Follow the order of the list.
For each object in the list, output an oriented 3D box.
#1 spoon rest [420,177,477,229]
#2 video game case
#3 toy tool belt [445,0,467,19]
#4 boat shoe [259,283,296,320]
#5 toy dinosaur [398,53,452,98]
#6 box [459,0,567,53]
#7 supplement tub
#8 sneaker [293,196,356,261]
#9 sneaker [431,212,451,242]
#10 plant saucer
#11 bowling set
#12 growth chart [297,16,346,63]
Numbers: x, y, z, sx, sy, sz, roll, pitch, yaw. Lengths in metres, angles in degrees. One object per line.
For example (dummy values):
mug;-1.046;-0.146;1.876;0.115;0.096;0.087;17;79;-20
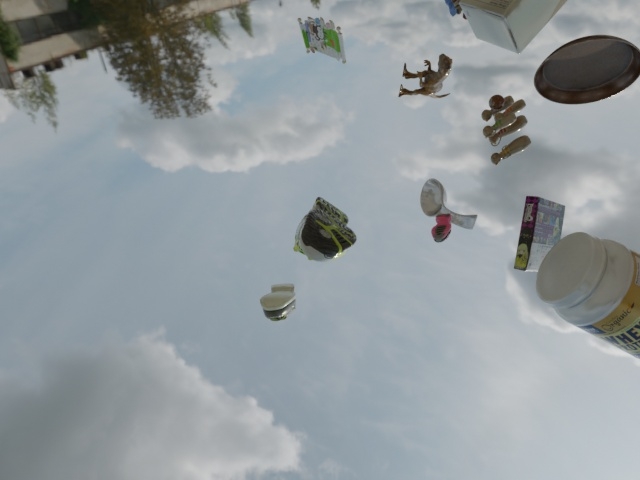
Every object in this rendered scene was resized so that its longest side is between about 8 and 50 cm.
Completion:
spoon rest;0.425;-0.123;1.682;0.084;0.137;0.276;-1;-153;-25
video game case;0.645;-0.013;1.411;0.041;0.210;0.232;12;-174;44
toy tool belt;0.320;-0.556;1.142;0.051;0.083;0.052;-32;-174;-22
boat shoe;-0.129;0.209;1.557;0.109;0.091;0.305;-1;-174;2
toy dinosaur;0.219;-0.312;0.982;0.112;0.064;0.211;10;-179;7
box;0.469;-0.578;1.037;0.311;0.121;0.148;-48;-133;9
supplement tub;0.721;0.133;1.177;0.316;0.228;0.228;27;-145;-6
sneaker;0.000;0.000;1.286;0.145;0.147;0.385;34;-166;-3
sneaker;0.298;-0.019;1.165;0.047;0.057;0.119;-1;-152;25
plant saucer;0.463;-0.299;0.840;0.168;0.168;0.029;4;-111;13
bowling set;0.646;-0.445;1.771;0.154;0.200;0.287;-31;-148;42
growth chart;0.006;-0.724;1.729;0.021;0.172;0.237;-45;-128;-15
